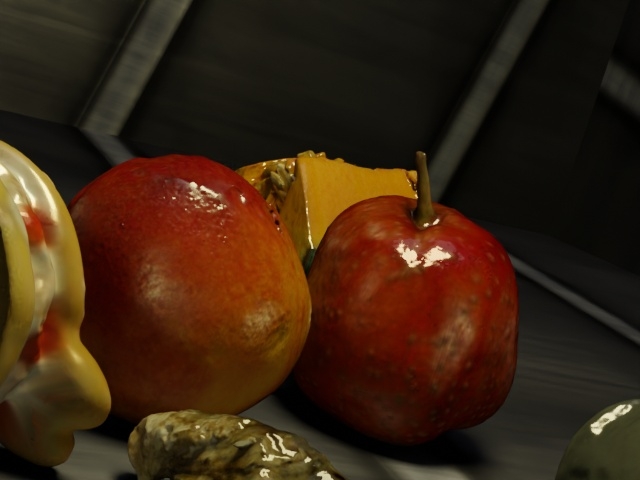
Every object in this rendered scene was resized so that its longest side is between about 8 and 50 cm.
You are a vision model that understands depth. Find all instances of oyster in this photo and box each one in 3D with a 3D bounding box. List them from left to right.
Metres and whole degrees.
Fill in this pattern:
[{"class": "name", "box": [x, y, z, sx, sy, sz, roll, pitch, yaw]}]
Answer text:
[{"class": "oyster", "box": [-0.014, 0.217, 1.300, 0.294, 0.094, 0.166, 21, -2, -22]}]

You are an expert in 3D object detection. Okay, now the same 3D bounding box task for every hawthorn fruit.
[{"class": "hawthorn fruit", "box": [0.098, 0.060, 1.708, 0.287, 0.330, 0.287, 6, 15, -2]}]

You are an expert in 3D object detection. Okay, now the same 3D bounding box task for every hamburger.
[{"class": "hamburger", "box": [-0.307, 0.049, 1.249, 0.302, 0.261, 0.186, 40, 13, 21]}]

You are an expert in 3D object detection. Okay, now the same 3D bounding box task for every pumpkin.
[{"class": "pumpkin", "box": [0.000, 0.000, 2.141, 0.225, 0.256, 0.303, 9, -8, -31]}]

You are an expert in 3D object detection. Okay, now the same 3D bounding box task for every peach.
[{"class": "peach", "box": [-0.138, 0.050, 1.486, 0.281, 0.281, 0.238, 17, 9, -1]}]

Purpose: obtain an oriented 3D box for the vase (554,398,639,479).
[{"class": "vase", "box": [0.363, 0.255, 1.347, 0.245, 0.245, 0.291, 13, 5, -25]}]
